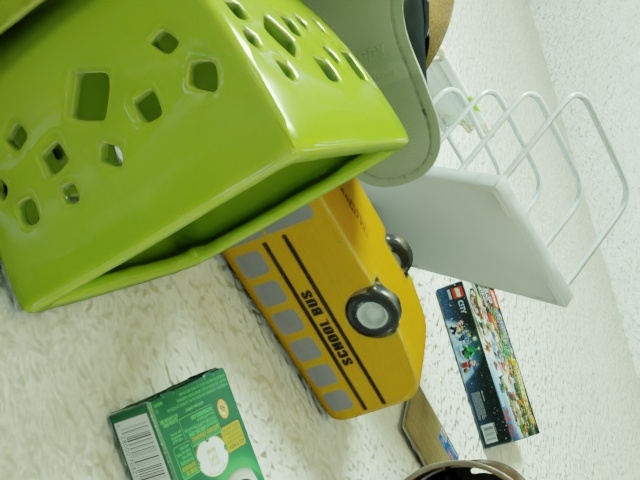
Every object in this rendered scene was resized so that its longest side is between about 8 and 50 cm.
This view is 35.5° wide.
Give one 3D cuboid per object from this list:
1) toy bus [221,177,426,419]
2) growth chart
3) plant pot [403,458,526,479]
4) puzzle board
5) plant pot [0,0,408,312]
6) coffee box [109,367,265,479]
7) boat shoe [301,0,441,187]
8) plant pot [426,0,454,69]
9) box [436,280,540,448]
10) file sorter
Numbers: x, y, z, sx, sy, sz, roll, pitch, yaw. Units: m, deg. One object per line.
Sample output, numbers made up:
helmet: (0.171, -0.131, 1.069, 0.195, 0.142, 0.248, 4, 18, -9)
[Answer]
toy bus: (-0.009, 0.003, 0.926, 0.333, 0.130, 0.108, 59, 25, -23)
growth chart: (0.112, -0.212, 1.328, 0.021, 0.237, 0.172, -46, 124, -19)
plant pot: (0.158, 0.296, 1.018, 0.165, 0.167, 0.167, 11, 60, -72)
puzzle board: (0.130, 0.240, 1.185, 0.128, 0.011, 0.096, 61, 22, -19)
plant pot: (-0.105, -0.101, 0.693, 0.207, 0.228, 0.227, 62, 22, 4)
coffee box: (-0.079, 0.193, 0.717, 0.113, 0.040, 0.184, -16, 85, -67)
boat shoe: (0.029, -0.212, 0.827, 0.113, 0.127, 0.340, -96, 166, -56)
plant pot: (-0.032, -0.273, 1.042, 0.254, 0.237, 0.237, 25, 45, -36)
box: (0.246, 0.178, 1.454, 0.159, 0.044, 0.233, 12, 60, -63)
file sorter: (0.190, -0.070, 1.192, 0.173, 0.277, 0.193, -50, 125, -20)
